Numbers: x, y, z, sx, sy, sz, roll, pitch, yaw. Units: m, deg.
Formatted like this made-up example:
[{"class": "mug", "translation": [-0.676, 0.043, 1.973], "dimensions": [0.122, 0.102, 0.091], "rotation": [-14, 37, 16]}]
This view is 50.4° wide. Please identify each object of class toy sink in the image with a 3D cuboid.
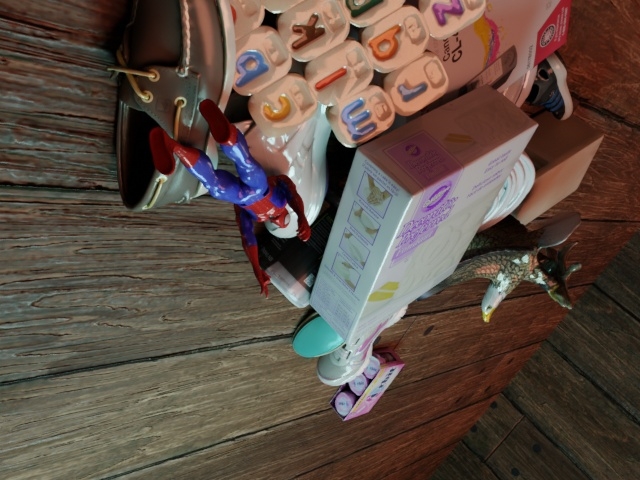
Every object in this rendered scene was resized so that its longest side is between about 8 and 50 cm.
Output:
[{"class": "toy sink", "translation": [0.423, -0.147, 1.361], "dimensions": [0.234, 0.131, 0.153], "rotation": [-31, 148, -29]}]

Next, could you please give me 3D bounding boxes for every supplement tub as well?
[{"class": "supplement tub", "translation": [0.000, 0.000, 1.035], "dimensions": [0.190, 0.117, 0.117], "rotation": [-43, 150, -1]}]

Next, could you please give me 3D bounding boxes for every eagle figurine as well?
[{"class": "eagle figurine", "translation": [0.306, 0.039, 1.229], "dimensions": [0.226, 0.298, 0.225], "rotation": [113, -6, -68]}]

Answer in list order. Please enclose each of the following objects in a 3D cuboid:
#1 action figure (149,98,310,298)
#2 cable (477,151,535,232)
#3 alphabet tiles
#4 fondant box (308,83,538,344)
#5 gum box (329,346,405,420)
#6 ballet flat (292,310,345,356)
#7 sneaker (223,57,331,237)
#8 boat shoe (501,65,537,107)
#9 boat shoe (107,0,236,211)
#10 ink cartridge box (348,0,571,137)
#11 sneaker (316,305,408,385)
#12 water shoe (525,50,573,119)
[{"class": "action figure", "translation": [-0.069, -0.028, 0.723], "dimensions": [0.091, 0.139, 0.280], "rotation": [-26, 165, 8]}, {"class": "cable", "translation": [0.210, -0.093, 1.105], "dimensions": [0.257, 0.089, 0.257], "rotation": [-4, 144, -10]}, {"class": "alphabet tiles", "translation": [0.022, -0.240, 0.699], "dimensions": [0.278, 0.021, 0.284], "rotation": [-31, 122, 4]}, {"class": "fondant box", "translation": [0.127, -0.026, 0.926], "dimensions": [0.238, 0.096, 0.330], "rotation": [-30, 153, -31]}, {"class": "gum box", "translation": [0.117, 0.348, 1.671], "dimensions": [0.107, 0.062, 0.188], "rotation": [0, 128, -51]}, {"class": "ballet flat", "translation": [0.044, 0.138, 1.280], "dimensions": [0.086, 0.086, 0.248], "rotation": [-2, 150, -50]}, {"class": "sneaker", "translation": [-0.059, -0.124, 0.849], "dimensions": [0.152, 0.114, 0.305], "rotation": [-7, 137, -20]}, {"class": "boat shoe", "translation": [0.249, -0.217, 1.100], "dimensions": [0.088, 0.096, 0.267], "rotation": [-19, 152, -39]}, {"class": "boat shoe", "translation": [-0.154, -0.146, 0.669], "dimensions": [0.091, 0.109, 0.305], "rotation": [-29, 151, -33]}, {"class": "ink cartridge box", "translation": [0.181, -0.282, 0.891], "dimensions": [0.306, 0.131, 0.226], "rotation": [-40, 150, -10]}, {"class": "sneaker", "translation": [0.063, 0.184, 1.375], "dimensions": [0.111, 0.103, 0.252], "rotation": [21, 104, -54]}, {"class": "water shoe", "translation": [0.412, -0.280, 1.261], "dimensions": [0.080, 0.073, 0.203], "rotation": [-27, 149, 13]}]
